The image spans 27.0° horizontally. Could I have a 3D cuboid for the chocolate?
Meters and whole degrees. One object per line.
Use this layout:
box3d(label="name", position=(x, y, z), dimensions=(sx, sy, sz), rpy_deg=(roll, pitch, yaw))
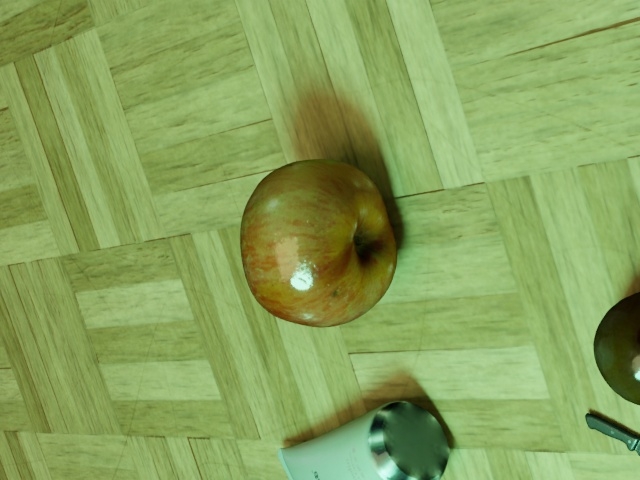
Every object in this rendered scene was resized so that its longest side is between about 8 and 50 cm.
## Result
box3d(label="chocolate", position=(0.341, 0.114, 1.373), dimensions=(0.133, 0.127, 0.124), rpy_deg=(140, 133, -63))

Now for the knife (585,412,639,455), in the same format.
box3d(label="knife", position=(0.362, 0.233, 1.467), dimensions=(0.170, 0.010, 0.023), rpy_deg=(26, 126, 37))

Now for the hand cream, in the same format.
box3d(label="hand cream", position=(0.045, 0.320, 1.803), dimensions=(0.185, 0.118, 0.359), rpy_deg=(59, 147, 10))

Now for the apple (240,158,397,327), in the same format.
box3d(label="apple", position=(0.000, 0.000, 1.618), dimensions=(0.164, 0.209, 0.209), rpy_deg=(-4, 106, 45))
